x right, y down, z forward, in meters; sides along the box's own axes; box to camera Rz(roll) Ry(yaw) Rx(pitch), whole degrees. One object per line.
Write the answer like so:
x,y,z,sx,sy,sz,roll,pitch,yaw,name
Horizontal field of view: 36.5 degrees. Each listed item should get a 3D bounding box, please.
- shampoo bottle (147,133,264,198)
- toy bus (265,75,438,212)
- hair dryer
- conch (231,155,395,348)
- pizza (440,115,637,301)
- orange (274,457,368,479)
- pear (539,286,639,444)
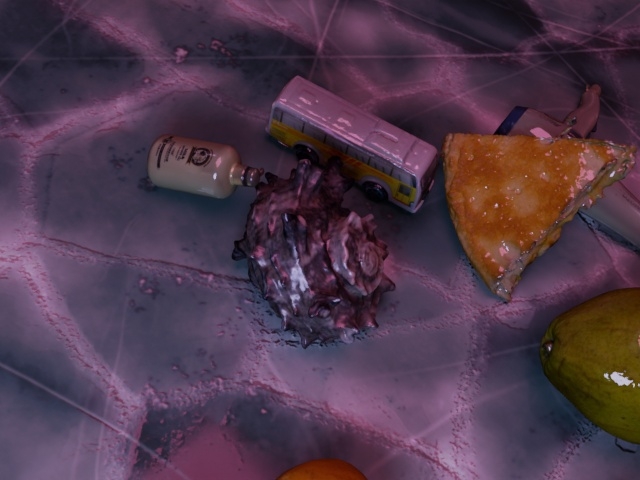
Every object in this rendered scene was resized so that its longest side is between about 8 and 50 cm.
-0.163,-0.102,1.389,0.162,0.079,0.079,12,53,20,shampoo bottle
0.051,-0.148,1.473,0.268,0.106,0.092,29,58,8,toy bus
0.451,-0.116,1.553,0.298,0.119,0.296,-23,70,-38,hair dryer
0.003,0.009,1.327,0.240,0.186,0.313,22,31,-29,conch
0.325,-0.065,1.421,0.287,0.075,0.280,-17,67,23,pizza
-0.005,0.332,1.129,0.136,0.159,0.159,-6,47,34,orange
0.426,0.164,1.285,0.269,0.212,0.212,15,55,-1,pear
